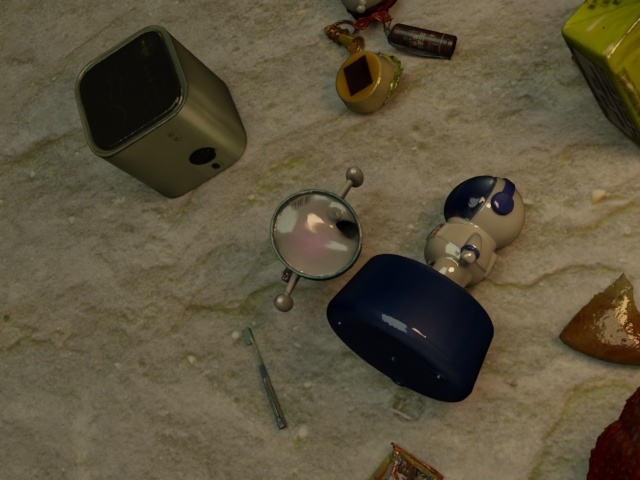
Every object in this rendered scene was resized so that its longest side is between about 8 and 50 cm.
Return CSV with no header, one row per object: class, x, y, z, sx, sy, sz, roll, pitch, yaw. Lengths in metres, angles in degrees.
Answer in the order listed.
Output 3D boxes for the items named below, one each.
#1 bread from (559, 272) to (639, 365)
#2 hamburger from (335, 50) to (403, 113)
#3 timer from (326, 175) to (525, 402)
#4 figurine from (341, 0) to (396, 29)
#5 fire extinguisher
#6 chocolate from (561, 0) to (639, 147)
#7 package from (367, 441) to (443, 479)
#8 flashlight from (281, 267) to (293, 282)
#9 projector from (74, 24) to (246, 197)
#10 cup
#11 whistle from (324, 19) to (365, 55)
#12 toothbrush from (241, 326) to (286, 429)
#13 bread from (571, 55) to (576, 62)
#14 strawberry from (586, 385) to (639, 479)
bread,0.454,0.140,1.288,0.136,0.054,0.154,-20,62,22
hamburger,0.101,-0.322,1.607,0.141,0.081,0.126,-43,57,20
timer,0.216,0.048,1.349,0.270,0.270,0.383,23,68,30
figurine,0.103,-0.554,1.664,0.183,0.160,0.226,-10,81,13
fire extinguisher,0.195,-0.406,1.601,0.158,0.043,0.064,19,126,22
chocolate,0.551,-0.332,1.276,0.289,0.301,0.137,-49,45,2
package,0.133,0.417,1.352,0.108,0.031,0.120,34,89,31
flashlight,-0.045,0.032,1.576,0.052,0.031,0.110,27,85,30
projector,-0.339,-0.269,1.700,0.248,0.249,0.248,-30,62,13
cup,0.000,0.000,1.472,0.167,0.173,0.299,29,85,9
whistle,0.051,-0.443,1.698,0.057,0.046,0.109,-55,52,16
toothbrush,-0.111,0.263,1.533,0.019,0.016,0.219,-32,61,14
bread,0.495,-0.320,1.443,0.049,0.033,0.088,-32,64,-4
strawberry,0.466,0.333,1.040,0.267,0.351,0.312,-19,70,28
